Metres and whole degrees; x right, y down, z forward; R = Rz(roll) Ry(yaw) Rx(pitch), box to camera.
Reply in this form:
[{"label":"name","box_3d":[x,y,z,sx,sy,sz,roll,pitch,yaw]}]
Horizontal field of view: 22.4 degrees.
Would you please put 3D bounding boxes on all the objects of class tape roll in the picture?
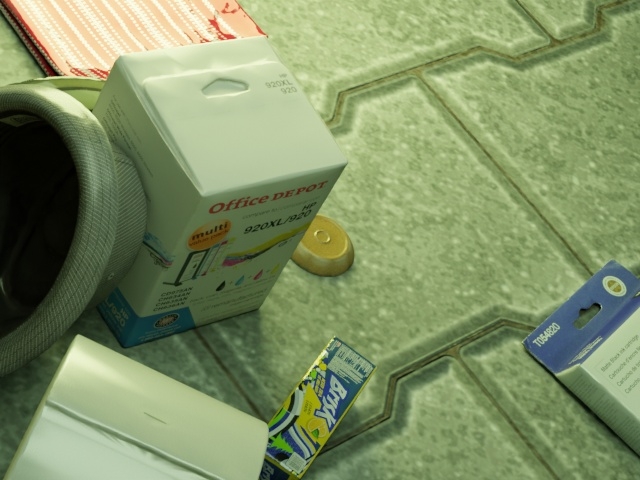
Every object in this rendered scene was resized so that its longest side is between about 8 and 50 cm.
[{"label":"tape roll","box_3d":[-0.167,0.216,1.243,0.169,0.246,0.246,26,44,-6]}]

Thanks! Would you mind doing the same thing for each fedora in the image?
[{"label":"fedora","box_3d":[-0.254,-0.004,1.418,0.244,0.275,0.124,50,21,28]}]

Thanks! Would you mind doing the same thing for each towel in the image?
[{"label":"towel","box_3d":[-0.210,-0.251,1.783,0.274,0.031,0.199,-20,63,-39]}]

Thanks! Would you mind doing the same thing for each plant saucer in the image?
[{"label":"plant saucer","box_3d":[0.000,0.000,1.688,0.083,0.015,0.083,15,46,-17]}]

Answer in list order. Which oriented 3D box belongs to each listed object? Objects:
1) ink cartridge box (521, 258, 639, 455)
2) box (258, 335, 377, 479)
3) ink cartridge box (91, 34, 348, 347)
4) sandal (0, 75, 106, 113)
[{"label":"ink cartridge box","box_3d":[0.361,0.127,1.754,0.224,0.045,0.223,42,45,11]},{"label":"box","box_3d":[-0.013,0.168,1.501,0.054,0.059,0.169,35,44,5]},{"label":"ink cartridge box","box_3d":[-0.119,-0.048,1.507,0.171,0.233,0.168,-15,60,-37]},{"label":"sandal","box_3d":[-0.192,-0.114,1.633,0.302,0.120,0.086,-2,81,-28]}]
